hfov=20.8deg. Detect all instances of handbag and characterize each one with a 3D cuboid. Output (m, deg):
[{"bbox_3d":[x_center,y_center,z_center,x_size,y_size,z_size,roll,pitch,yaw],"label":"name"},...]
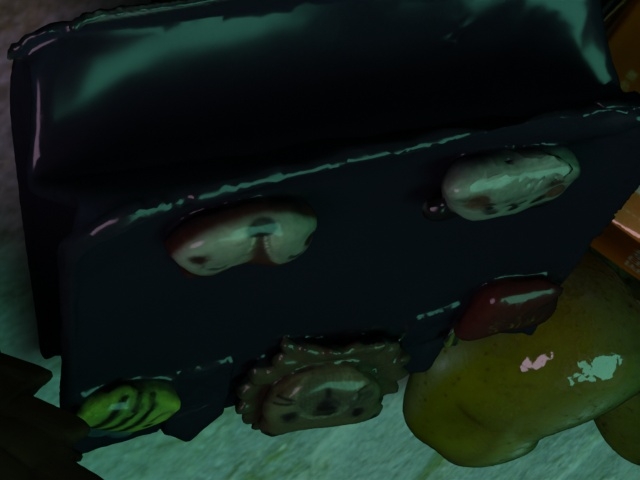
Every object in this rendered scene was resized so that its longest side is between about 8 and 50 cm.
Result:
[{"bbox_3d":[0.000,0.000,0.926,0.303,0.122,0.329,-12,152,-13],"label":"handbag"}]

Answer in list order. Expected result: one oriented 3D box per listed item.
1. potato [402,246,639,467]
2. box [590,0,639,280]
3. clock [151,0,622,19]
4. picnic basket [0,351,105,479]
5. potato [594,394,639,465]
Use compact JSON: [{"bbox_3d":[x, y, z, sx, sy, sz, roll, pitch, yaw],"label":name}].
[{"bbox_3d":[0.149,0.085,1.262,0.194,0.157,0.157,-44,147,15],"label":"potato"},{"bbox_3d":[0.293,-0.002,1.108,0.143,0.341,0.225,-55,172,-1],"label":"box"},{"bbox_3d":[0.077,-0.220,0.932,0.386,0.076,0.386,-28,142,-25],"label":"clock"},{"bbox_3d":[-0.209,0.202,0.878,0.321,0.254,0.291,23,107,-37],"label":"picnic basket"},{"bbox_3d":[0.296,0.096,1.427,0.228,0.148,0.197,13,101,-54],"label":"potato"}]
